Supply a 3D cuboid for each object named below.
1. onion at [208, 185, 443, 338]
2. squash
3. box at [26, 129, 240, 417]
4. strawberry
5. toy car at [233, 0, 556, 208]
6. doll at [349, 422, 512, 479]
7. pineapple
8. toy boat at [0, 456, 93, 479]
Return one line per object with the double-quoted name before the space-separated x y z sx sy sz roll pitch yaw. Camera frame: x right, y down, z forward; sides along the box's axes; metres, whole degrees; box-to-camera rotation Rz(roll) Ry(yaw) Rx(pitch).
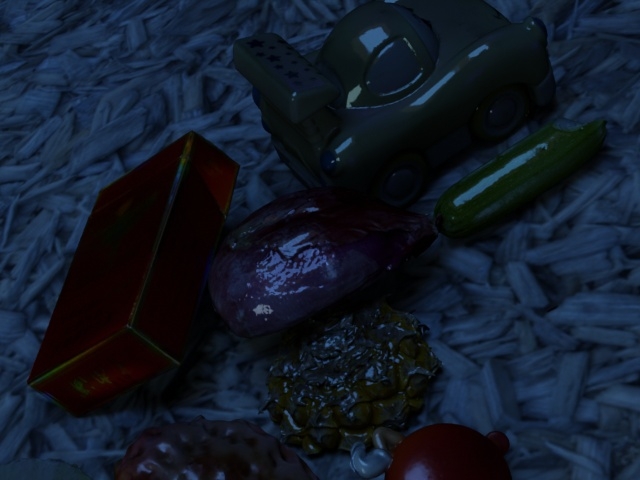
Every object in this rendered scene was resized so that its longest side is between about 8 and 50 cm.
"onion" 0.000 0.000 1.732 0.283 0.120 0.227 -23 17 -5
"squash" 0.235 -0.079 1.785 0.239 0.069 0.069 -32 43 -6
"box" -0.217 0.037 1.813 0.197 0.089 0.313 -30 34 39
"strawberry" -0.079 0.300 1.410 0.265 0.149 0.336 10 33 -25
"toy car" 0.089 -0.214 1.870 0.336 0.226 0.242 -35 43 -9
"doll" 0.106 0.251 1.474 0.183 0.085 0.217 40 50 2
"pineapple" 0.026 0.136 1.665 0.225 0.076 0.225 -14 44 14
"toy boat" -0.366 0.336 1.607 0.293 0.111 0.276 -42 32 -14
